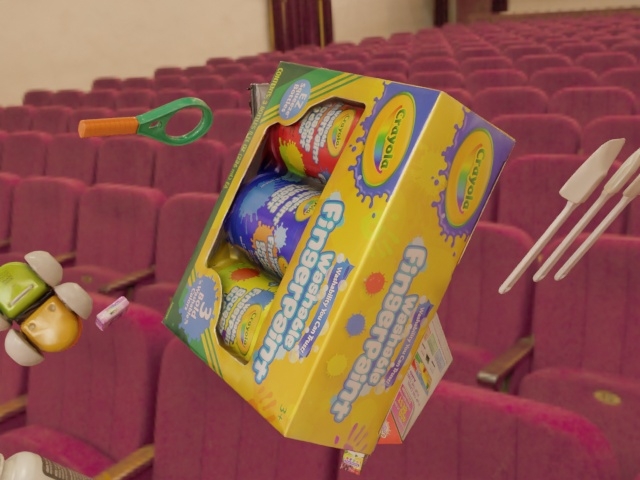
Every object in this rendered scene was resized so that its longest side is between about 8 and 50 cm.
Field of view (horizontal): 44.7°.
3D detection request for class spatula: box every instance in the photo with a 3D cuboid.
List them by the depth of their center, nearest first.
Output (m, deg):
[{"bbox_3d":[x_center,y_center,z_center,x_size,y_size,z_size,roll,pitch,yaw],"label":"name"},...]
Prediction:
[{"bbox_3d":[0.309,-0.026,0.920,0.168,0.242,0.019,-9,53,-39],"label":"spatula"}]

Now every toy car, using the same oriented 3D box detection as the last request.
[{"bbox_3d":[-0.488,0.118,1.348,0.159,0.182,0.136,-44,-3,-11],"label":"toy car"}]

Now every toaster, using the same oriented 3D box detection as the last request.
[{"bbox_3d":[-0.084,-0.223,1.568,0.110,0.185,0.168,-2,5,1],"label":"toaster"}]

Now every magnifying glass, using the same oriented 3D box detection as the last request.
[{"bbox_3d":[-0.277,-0.188,1.264,0.231,0.092,0.026,-10,53,-38],"label":"magnifying glass"}]

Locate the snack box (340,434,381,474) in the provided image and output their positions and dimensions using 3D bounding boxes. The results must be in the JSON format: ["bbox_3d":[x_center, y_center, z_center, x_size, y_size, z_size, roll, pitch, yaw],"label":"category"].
[{"bbox_3d":[0.077,0.304,1.275,0.037,0.100,0.141,15,15,14],"label":"snack box"}]

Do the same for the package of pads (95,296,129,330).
[{"bbox_3d":[-0.495,0.173,1.855,0.032,0.050,0.083,43,55,8],"label":"package of pads"}]

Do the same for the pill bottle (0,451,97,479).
[{"bbox_3d":[-0.513,0.494,1.422,0.318,0.176,0.176,36,-6,-29],"label":"pill bottle"}]

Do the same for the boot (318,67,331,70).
[{"bbox_3d":[0.087,-0.204,1.481,0.095,0.262,0.203,-37,-29,12],"label":"boot"}]

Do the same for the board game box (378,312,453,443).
[{"bbox_3d":[0.162,0.226,1.606,0.064,0.242,0.316,-11,16,33],"label":"board game box"}]

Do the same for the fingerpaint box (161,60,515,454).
[{"bbox_3d":[0.000,0.000,1.075,0.163,0.444,0.371,23,3,-38],"label":"fingerpaint box"}]
